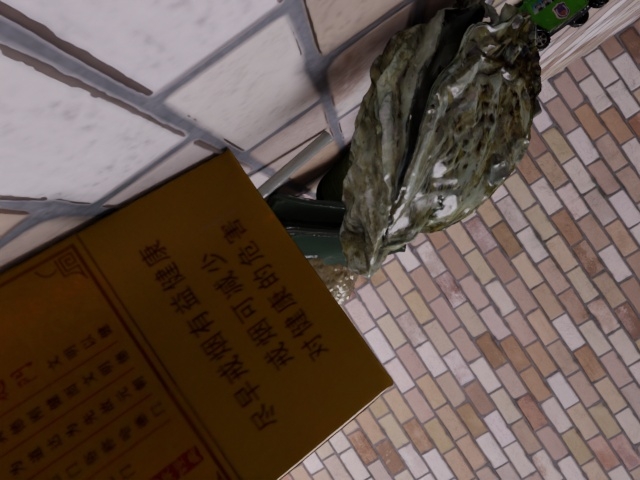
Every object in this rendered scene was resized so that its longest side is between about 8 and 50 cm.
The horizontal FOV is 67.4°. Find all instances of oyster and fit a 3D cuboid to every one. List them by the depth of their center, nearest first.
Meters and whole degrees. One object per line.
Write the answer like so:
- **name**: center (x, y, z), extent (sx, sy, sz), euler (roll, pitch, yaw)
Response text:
- **oyster**: center (0.106, -0.104, 0.440), extent (0.267, 0.198, 0.112), euler (-38, -142, -24)

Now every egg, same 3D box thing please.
- **egg**: center (-0.028, 0.073, 1.268), extent (0.310, 0.279, 0.279), euler (-56, -179, -6)

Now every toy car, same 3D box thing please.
- **toy car**: center (0.273, -0.270, 0.599), extent (0.165, 0.062, 0.071), euler (-35, 179, 5)

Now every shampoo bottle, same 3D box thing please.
- **shampoo bottle**: center (0.057, -0.096, 0.866), extent (0.101, 0.101, 0.284), euler (-32, 178, -28)

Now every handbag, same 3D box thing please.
- **handbag**: center (0.000, -0.002, 0.866), extent (0.247, 0.079, 0.260), euler (6, 164, -18)

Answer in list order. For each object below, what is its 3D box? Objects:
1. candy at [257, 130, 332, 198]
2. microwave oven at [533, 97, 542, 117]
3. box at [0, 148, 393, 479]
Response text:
- **candy**: center (-0.121, -0.003, 0.551), extent (0.365, 0.124, 0.124), euler (-42, 180, -8)
- **microwave oven**: center (0.153, -0.153, 0.626), extent (0.163, 0.129, 0.205), euler (-31, 178, -1)
- **box**: center (-0.182, 0.139, 0.399), extent (0.415, 0.264, 0.116), euler (-35, 179, -17)
